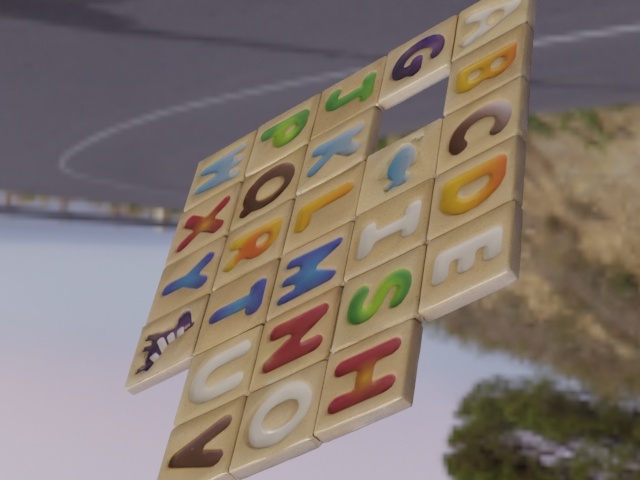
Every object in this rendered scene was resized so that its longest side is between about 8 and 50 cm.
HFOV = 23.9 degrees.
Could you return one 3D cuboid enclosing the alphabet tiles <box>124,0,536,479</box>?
[{"bbox_3d":[0.000,0.000,0.617,0.198,0.237,0.009,-27,121,29],"label":"alphabet tiles"}]
